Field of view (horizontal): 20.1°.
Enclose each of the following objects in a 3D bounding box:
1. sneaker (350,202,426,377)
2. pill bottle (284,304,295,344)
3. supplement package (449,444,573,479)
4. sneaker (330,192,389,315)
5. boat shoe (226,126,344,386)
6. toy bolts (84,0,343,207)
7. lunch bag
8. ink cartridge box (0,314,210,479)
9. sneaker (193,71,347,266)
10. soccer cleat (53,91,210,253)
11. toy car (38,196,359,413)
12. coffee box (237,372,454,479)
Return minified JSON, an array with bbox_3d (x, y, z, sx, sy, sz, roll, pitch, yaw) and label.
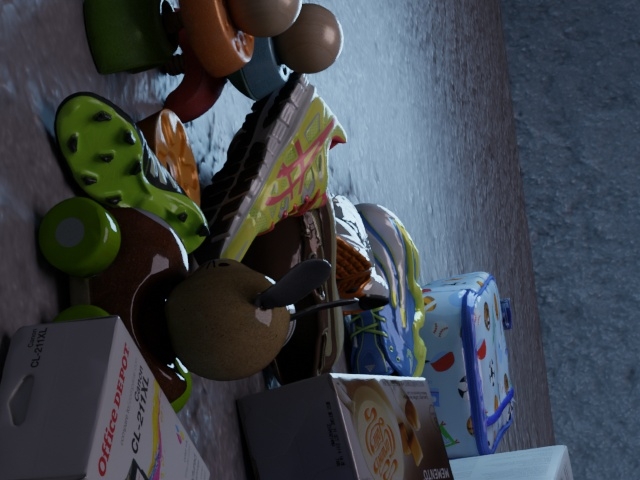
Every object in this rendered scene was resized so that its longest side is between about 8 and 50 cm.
[{"bbox_3d":[0.071,0.082,2.020,0.126,0.091,0.240,-76,153,-59],"label":"sneaker"},{"bbox_3d":[-0.065,0.063,1.524,0.116,0.065,0.065,26,55,-74],"label":"pill bottle"},{"bbox_3d":[0.192,0.372,2.060,0.263,0.199,0.198,-36,116,-75],"label":"supplement package"},{"bbox_3d":[0.000,0.000,1.819,0.262,0.099,0.121,60,15,-74],"label":"sneaker"},{"bbox_3d":[-0.032,0.021,1.644,0.095,0.095,0.257,-60,138,-60],"label":"boat shoe"},{"bbox_3d":[-0.066,-0.129,1.466,0.228,0.158,0.218,-38,116,-75],"label":"toy bolts"},{"bbox_3d":[0.193,0.173,2.419,0.303,0.115,0.243,-18,100,-75],"label":"lunch bag"},{"bbox_3d":[-0.137,0.151,1.134,0.175,0.072,0.127,67,22,-45],"label":"ink cartridge box"},{"bbox_3d":[-0.035,-0.046,1.546,0.094,0.081,0.208,42,60,-24],"label":"sneaker"},{"bbox_3d":[-0.145,-0.051,1.320,0.072,0.060,0.179,46,-4,45],"label":"soccer cleat"},{"bbox_3d":[-0.075,0.039,1.237,0.155,0.188,0.149,45,37,-68],"label":"toy car"},{"bbox_3d":[0.031,0.201,1.653,0.246,0.098,0.141,14,60,-66],"label":"coffee box"}]
